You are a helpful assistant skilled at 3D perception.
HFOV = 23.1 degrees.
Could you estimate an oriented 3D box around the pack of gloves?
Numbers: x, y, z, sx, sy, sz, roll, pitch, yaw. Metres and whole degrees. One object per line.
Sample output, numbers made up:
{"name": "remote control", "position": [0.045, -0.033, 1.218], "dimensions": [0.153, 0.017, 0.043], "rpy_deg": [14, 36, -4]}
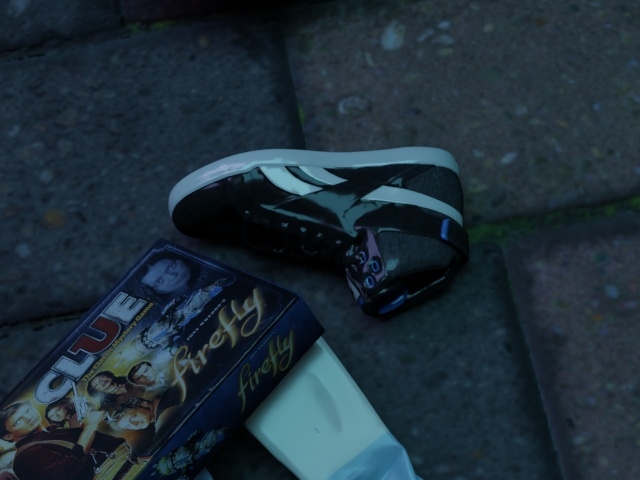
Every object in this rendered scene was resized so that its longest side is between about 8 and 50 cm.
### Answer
{"name": "pack of gloves", "position": [-0.010, 0.204, 1.044], "dimensions": [0.195, 0.046, 0.232], "rpy_deg": [-37, 74, -14]}

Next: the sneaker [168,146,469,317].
{"name": "sneaker", "position": [0.000, 0.000, 1.126], "dimensions": [0.217, 0.079, 0.121], "rpy_deg": [-7, 59, 0]}

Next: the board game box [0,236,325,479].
{"name": "board game box", "position": [-0.134, 0.113, 1.057], "dimensions": [0.165, 0.042, 0.243], "rpy_deg": [20, 60, 47]}
